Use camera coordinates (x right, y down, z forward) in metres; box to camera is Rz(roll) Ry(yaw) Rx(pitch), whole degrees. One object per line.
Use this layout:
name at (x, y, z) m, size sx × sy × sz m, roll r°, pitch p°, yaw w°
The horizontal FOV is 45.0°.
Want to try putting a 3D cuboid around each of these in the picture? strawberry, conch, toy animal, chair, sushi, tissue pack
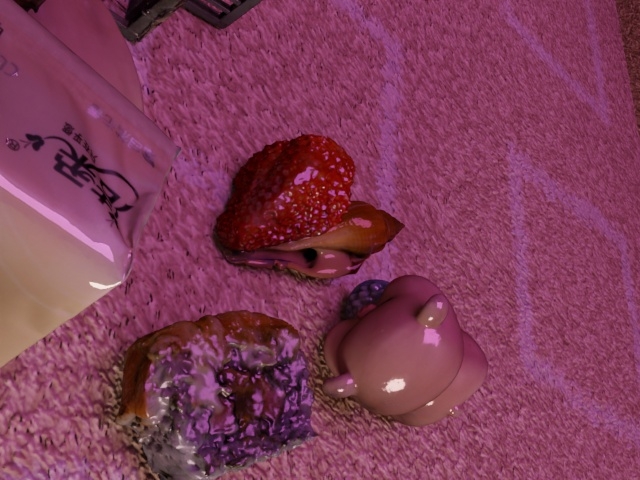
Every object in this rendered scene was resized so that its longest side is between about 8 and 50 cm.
strawberry at (-0.038, -0.085, 1.088) m, size 0.175 × 0.106 × 0.236 m, roll 16°, pitch 46°, yaw 0°
conch at (-0.003, -0.002, 1.162) m, size 0.330 × 0.093 × 0.109 m, roll -8°, pitch 119°, yaw -29°
toy animal at (0.129, 0.177, 1.131) m, size 0.221 × 0.210 × 0.229 m, roll 48°, pitch 6°, yaw -14°
chair at (-0.206, -0.349, 1.061) m, size 0.270 × 0.136 × 0.147 m, roll 30°, pitch 52°, yaw -38°
sushi at (-0.106, 0.179, 0.906) m, size 0.274 × 0.139 × 0.184 m, roll -3°, pitch 76°, yaw -42°
tissue pack at (-0.368, -0.073, 0.576) m, size 0.405 × 0.332 × 0.205 m, roll 40°, pitch 35°, yaw -28°

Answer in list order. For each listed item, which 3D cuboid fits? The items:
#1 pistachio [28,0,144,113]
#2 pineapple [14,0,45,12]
pistachio at (-0.298, -0.132, 0.811) m, size 0.226 × 0.208 × 0.331 m, roll -13°, pitch 97°, yaw -7°
pineapple at (-0.379, -0.291, 0.674) m, size 0.175 × 0.361 × 0.175 m, roll -50°, pitch 149°, yaw -45°
